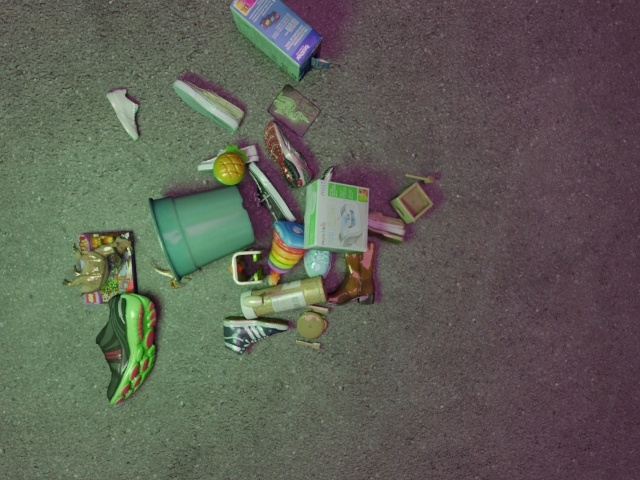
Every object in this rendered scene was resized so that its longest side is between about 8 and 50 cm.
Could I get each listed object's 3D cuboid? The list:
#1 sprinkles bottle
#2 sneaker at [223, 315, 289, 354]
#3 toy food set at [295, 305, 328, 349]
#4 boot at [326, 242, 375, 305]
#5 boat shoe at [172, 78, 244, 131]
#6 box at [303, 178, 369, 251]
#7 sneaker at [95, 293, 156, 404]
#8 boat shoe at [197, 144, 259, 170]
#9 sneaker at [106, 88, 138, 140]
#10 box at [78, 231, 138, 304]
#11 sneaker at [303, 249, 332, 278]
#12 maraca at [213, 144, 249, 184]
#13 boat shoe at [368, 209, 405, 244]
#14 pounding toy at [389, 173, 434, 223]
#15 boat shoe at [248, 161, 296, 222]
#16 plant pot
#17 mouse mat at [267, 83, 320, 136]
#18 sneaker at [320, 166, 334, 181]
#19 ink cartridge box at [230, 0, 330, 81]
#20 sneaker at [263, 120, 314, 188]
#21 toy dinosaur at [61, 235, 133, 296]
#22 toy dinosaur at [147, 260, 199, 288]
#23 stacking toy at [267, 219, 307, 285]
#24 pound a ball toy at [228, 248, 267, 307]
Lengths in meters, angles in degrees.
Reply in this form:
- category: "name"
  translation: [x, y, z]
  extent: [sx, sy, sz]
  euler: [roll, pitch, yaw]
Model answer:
- category: "sprinkles bottle"
  translation: [-0.152, 0.239, 1.834]
  extent: [0.355, 0.121, 0.121]
  euler: [-13, 96, 6]
- category: "sneaker"
  translation: [-0.280, 0.413, 1.875]
  extent: [0.282, 0.099, 0.153]
  euler: [4, 92, -3]
- category: "toy food set"
  translation: [-0.040, 0.378, 1.938]
  extent: [0.132, 0.038, 0.192]
  euler: [13, 98, 0]
- category: "boot"
  translation: [0.115, 0.142, 1.907]
  extent: [0.264, 0.096, 0.281]
  euler: [-1, 92, -2]
- category: "boat shoe"
  translation: [-0.457, -0.569, 1.792]
  extent: [0.302, 0.109, 0.094]
  euler: [34, 74, -17]
- category: "box"
  translation: [0.061, -0.088, 1.727]
  extent: [0.231, 0.126, 0.262]
  euler: [8, 80, -25]
- category: "sneaker"
  translation: [-0.806, 0.437, 1.789]
  extent: [0.202, 0.185, 0.483]
  euler: [15, 99, 17]
- category: "boat shoe"
  translation: [-0.389, -0.344, 1.819]
  extent: [0.258, 0.095, 0.084]
  euler: [-14, 92, -16]
- category: "sneaker"
  translation: [-0.777, -0.515, 1.764]
  extent: [0.094, 0.080, 0.212]
  euler: [-27, 96, -16]
- category: "box"
  translation: [-0.877, 0.114, 1.802]
  extent: [0.200, 0.057, 0.293]
  euler: [-4, 95, -6]
- category: "sneaker"
  translation: [0.000, 0.000, 1.852]
  extent: [0.135, 0.150, 0.366]
  euler: [4, 93, -6]
- category: "maraca"
  translation: [-0.355, -0.302, 1.734]
  extent: [0.127, 0.099, 0.186]
  euler: [32, 60, -20]
- category: "boat shoe"
  translation: [0.229, -0.076, 1.904]
  extent: [0.302, 0.113, 0.103]
  euler: [19, 73, -12]
- category: "pounding toy"
  translation: [0.410, -0.208, 1.921]
  extent: [0.206, 0.094, 0.181]
  euler: [-39, 94, -16]
- category: "boat shoe"
  translation: [-0.226, -0.184, 1.835]
  extent: [0.105, 0.113, 0.306]
  euler: [-34, 113, 3]
- category: "plant pot"
  translation: [-0.455, -0.055, 1.723]
  extent: [0.334, 0.341, 0.341]
  euler: [-20, 96, -13]
- category: "mouse mat"
  translation: [-0.114, -0.558, 1.871]
  extent: [0.189, 0.007, 0.153]
  euler: [36, 89, -7]
- category: "sneaker"
  translation: [0.031, -0.273, 1.898]
  extent: [0.043, 0.040, 0.109]
  euler: [31, 94, -24]
- category: "ink cartridge box"
  translation: [-0.143, -0.794, 1.717]
  extent: [0.395, 0.270, 0.151]
  euler: [40, 94, -8]
- category: "sneaker"
  translation: [-0.140, -0.366, 1.840]
  extent: [0.112, 0.121, 0.299]
  euler: [-32, 97, -33]
- category: "toy dinosaur"
  translation: [-0.878, 0.117, 1.716]
  extent: [0.200, 0.127, 0.296]
  euler: [19, 98, -14]
- category: "toy dinosaur"
  translation: [-0.622, 0.146, 1.844]
  extent: [0.211, 0.064, 0.112]
  euler: [1, 76, -16]
- category: "stacking toy"
  translation: [-0.159, 0.074, 1.835]
  extent: [0.165, 0.175, 0.302]
  euler: [6, 125, -37]
- category: "pound a ball toy"
  translation: [-0.289, 0.142, 1.737]
  extent: [0.135, 0.319, 0.208]
  euler: [-4, 92, -3]
